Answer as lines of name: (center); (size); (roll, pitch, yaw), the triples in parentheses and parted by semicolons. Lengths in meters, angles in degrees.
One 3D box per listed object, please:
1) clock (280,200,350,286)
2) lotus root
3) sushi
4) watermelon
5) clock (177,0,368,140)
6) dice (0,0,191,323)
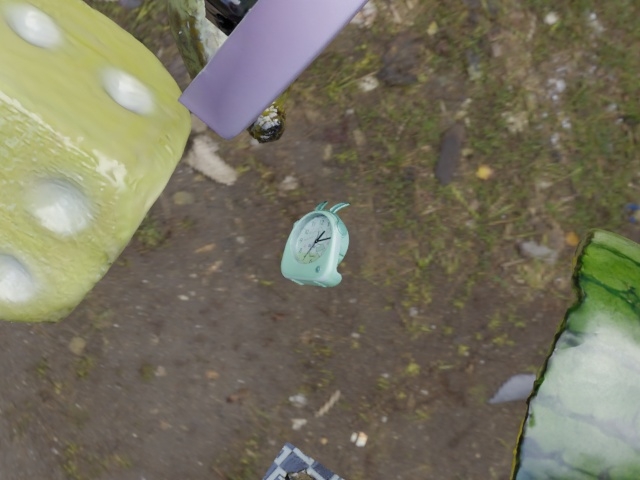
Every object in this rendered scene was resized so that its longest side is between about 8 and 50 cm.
clock: (0.000, 0.000, 1.541); (0.041, 0.101, 0.135); (28, 74, -43)
lotus root: (-0.134, -0.298, 1.635); (0.173, 0.173, 0.309); (-20, 99, -20)
sushi: (0.008, 0.377, 1.448); (0.201, 0.031, 0.139); (33, 109, 4)
watermelon: (0.273, 0.160, 0.930); (0.189, 0.331, 0.330); (9, 84, 13)
clock: (-0.006, -0.126, 0.471); (0.064, 0.198, 0.172); (43, 92, -8)
dice: (-0.200, -0.061, 0.710); (0.169, 0.169, 0.166); (36, 120, -15)
